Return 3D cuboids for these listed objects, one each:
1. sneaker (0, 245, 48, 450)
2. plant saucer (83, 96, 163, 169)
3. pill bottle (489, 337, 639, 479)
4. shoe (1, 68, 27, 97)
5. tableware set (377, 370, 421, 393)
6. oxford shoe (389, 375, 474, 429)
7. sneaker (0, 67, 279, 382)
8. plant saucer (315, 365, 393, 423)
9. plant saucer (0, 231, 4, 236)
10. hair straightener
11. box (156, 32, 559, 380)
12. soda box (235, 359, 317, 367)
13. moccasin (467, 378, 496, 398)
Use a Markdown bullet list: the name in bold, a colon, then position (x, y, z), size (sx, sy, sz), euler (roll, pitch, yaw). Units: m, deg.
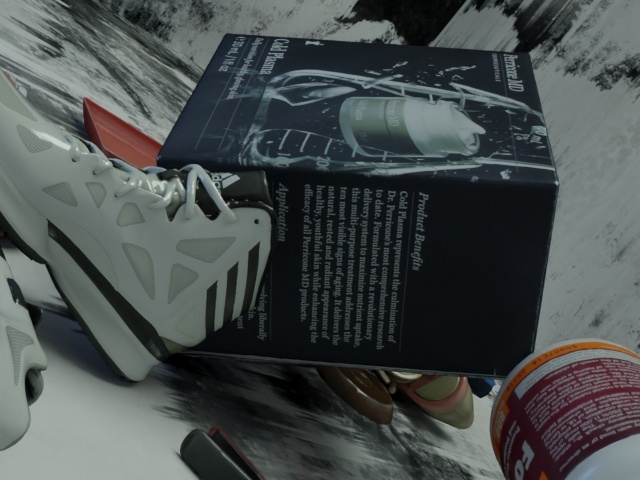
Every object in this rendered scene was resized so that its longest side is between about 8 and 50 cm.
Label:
- **sneaker**: position (-0.317, 0.086, 0.961), size (0.146, 0.122, 0.330), euler (56, 0, -24)
- **plant saucer**: position (-0.331, -0.143, 1.992), size (0.259, 0.047, 0.258), euler (31, 13, -32)
- **pill bottle**: position (0.324, 0.270, 1.125), size (0.224, 0.224, 0.392), euler (37, 10, -11)
- **shoe**: position (-0.532, -0.249, 1.721), size (0.081, 0.063, 0.178), euler (31, 8, -32)
- **tableware set**: position (0.111, 0.182, 1.895), size (0.128, 0.039, 0.194), euler (-7, 47, -36)
- **oxford shoe**: position (0.156, 0.214, 2.021), size (0.397, 0.141, 0.146), euler (55, -3, 47)
- **sneaker**: position (-0.203, -0.067, 1.139), size (0.447, 0.258, 0.169), euler (61, 0, -37)
- **plant saucer**: position (0.062, 0.239, 1.782), size (0.168, 0.029, 0.168), euler (39, 11, -9)
- **plant saucer**: position (-0.438, -0.063, 1.326), size (0.199, 0.036, 0.198), euler (38, 10, -8)
- **hair straightener**: position (-0.073, 0.287, 1.110), size (0.230, 0.047, 0.089), euler (49, 14, 24)
- **box**: position (0.056, -0.068, 1.476), size (0.472, 0.297, 0.480), euler (5, 29, 3)
- **soda box**: position (-0.067, 0.133, 1.638), size (0.092, 0.083, 0.263), euler (44, 11, 25)
- **moccasin**: position (0.208, 0.218, 2.155), size (0.342, 0.117, 0.138), euler (42, -2, 39)
